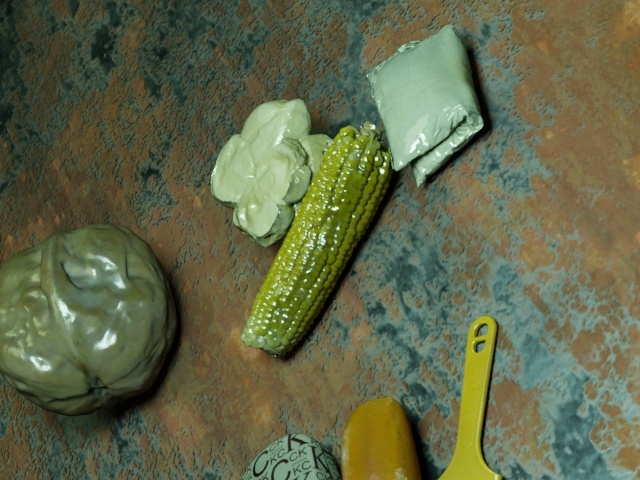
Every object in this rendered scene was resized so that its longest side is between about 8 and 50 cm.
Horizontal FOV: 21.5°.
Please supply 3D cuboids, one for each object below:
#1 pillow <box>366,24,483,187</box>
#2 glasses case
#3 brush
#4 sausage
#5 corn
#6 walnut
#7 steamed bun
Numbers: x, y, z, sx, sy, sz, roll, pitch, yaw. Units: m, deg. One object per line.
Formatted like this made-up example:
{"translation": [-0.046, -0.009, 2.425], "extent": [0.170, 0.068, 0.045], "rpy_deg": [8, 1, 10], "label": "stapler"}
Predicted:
{"translation": [0.134, -0.171, 2.094], "extent": [0.134, 0.078, 0.181], "rpy_deg": [-36, 44, 28], "label": "pillow"}
{"translation": [-0.016, 0.373, 1.893], "extent": [0.137, 0.085, 0.355], "rpy_deg": [-40, 42, 23], "label": "glasses case"}
{"translation": [0.166, 0.206, 1.858], "extent": [0.103, 0.013, 0.272], "rpy_deg": [-16, 54, 42], "label": "brush"}
{"translation": [0.068, 0.278, 1.854], "extent": [0.098, 0.098, 0.238], "rpy_deg": [-30, 45, 33], "label": "sausage"}
{"translation": [0.000, 0.000, 2.119], "extent": [0.097, 0.097, 0.320], "rpy_deg": [28, 90, 53], "label": "corn"}
{"translation": [-0.325, 0.106, 2.309], "extent": [0.273, 0.227, 0.273], "rpy_deg": [-23, 53, 34], "label": "walnut"}
{"translation": [-0.044, -0.089, 2.225], "extent": [0.177, 0.106, 0.192], "rpy_deg": [36, 103, 49], "label": "steamed bun"}
